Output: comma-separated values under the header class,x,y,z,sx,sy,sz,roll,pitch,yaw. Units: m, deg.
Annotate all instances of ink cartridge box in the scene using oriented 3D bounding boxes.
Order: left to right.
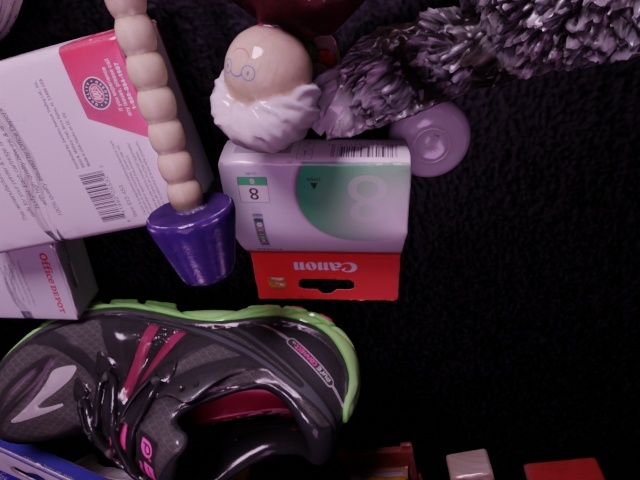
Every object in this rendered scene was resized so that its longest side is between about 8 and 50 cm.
class,x,y,z,sx,sy,sz,roll,pitch,yaw
ink cartridge box,-0.360,0.034,0.605,0.150,0.063,0.109,0,121,4
ink cartridge box,-0.253,-0.095,0.497,0.237,0.100,0.172,-10,119,10
ink cartridge box,-0.364,0.374,0.717,0.303,0.072,0.307,21,124,6
ink cartridge box,0.000,0.000,0.542,0.180,0.056,0.225,1,127,6

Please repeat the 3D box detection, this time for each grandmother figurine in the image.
class,x,y,z,sx,sy,sz,roll,pitch,yaw
grandmother figurine,-0.017,-0.233,0.361,0.104,0.207,0.343,-3,115,-38

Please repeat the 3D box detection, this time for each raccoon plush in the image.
class,x,y,z,sx,sy,sz,roll,pitch,yaw
raccoon plush,0.137,-0.262,0.316,0.446,0.216,0.299,-19,109,16

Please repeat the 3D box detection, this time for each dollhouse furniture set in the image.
class,x,y,z,sx,sy,sz,roll,pitch,yaw
dollhouse furniture set,0.208,0.392,0.684,0.373,0.201,0.152,-12,119,13

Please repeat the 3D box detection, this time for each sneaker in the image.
class,x,y,z,sx,sy,sz,roll,pitch,yaw
sneaker,-0.196,0.187,0.599,0.482,0.202,0.185,-8,119,10

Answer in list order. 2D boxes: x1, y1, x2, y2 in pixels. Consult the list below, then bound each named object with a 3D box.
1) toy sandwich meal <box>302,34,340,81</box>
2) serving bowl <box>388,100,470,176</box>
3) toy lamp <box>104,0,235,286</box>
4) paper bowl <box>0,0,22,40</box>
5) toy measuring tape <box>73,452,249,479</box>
class,x,y,z,sx,sy,sz,roll,pitch,yaw
toy sandwich meal,-0.023,-0.167,0.475,0.085,0.029,0.086,2,121,4
serving bowl,0.110,-0.099,0.504,0.083,0.027,0.083,2,120,4
toy lamp,-0.125,-0.089,0.400,0.080,0.080,0.275,-8,117,10
paper bowl,-0.397,-0.258,0.380,0.284,0.148,0.284,4,125,6
toy measuring tape,-0.247,0.307,0.743,0.330,0.121,0.121,-5,121,26
